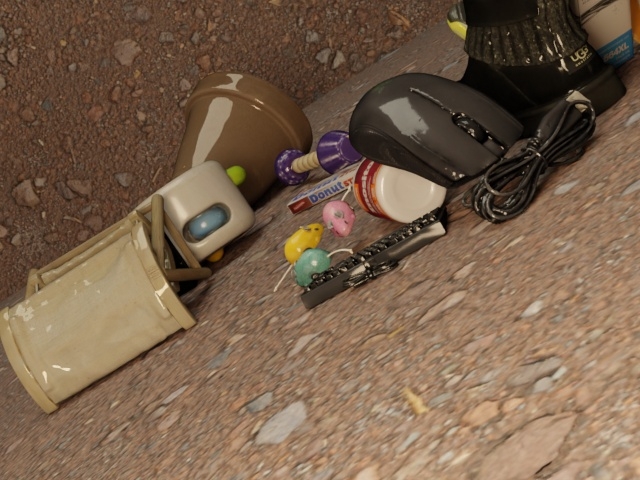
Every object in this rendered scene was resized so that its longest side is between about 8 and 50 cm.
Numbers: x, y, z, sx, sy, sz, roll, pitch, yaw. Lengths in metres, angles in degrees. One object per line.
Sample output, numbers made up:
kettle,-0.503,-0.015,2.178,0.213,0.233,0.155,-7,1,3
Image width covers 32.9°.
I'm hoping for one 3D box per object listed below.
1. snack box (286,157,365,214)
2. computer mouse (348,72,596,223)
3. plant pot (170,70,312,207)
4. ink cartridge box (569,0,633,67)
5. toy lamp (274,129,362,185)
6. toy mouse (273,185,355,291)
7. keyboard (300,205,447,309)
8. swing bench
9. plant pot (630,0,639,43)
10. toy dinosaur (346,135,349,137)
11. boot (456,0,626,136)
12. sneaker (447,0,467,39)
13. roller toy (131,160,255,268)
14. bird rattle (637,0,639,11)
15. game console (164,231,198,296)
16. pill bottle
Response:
snack box,0.028,-0.093,1.738,0.178,0.022,0.064,-25,16,35
computer mouse,0.138,-0.127,1.156,0.272,0.072,0.188,22,54,40
plant pot,-0.175,-0.160,2.118,0.263,0.263,0.229,-20,36,49
ink cartridge box,0.304,-0.318,1.339,0.086,0.203,0.148,-30,43,-13
toy lamp,0.001,-0.144,1.890,0.080,0.080,0.275,-37,12,-18
toy mouse,0.000,0.000,1.308,0.161,0.031,0.143,-56,21,-5
keyboard,0.058,0.019,1.191,0.180,0.023,0.108,-31,12,18
swing bench,-0.314,0.084,1.580,0.253,0.165,0.254,-31,12,8
plant pot,0.455,-0.360,1.305,0.188,0.205,0.205,-17,12,-1
toy dinosaur,0.130,-0.127,1.316,0.112,0.064,0.211,-33,-11,21
boot,0.204,-0.258,1.335,0.131,0.260,0.348,-39,13,-23
sneaker,0.247,-0.261,1.506,0.094,0.208,0.081,-38,43,40
roller toy,-0.213,-0.026,1.806,0.209,0.146,0.191,-34,1,27
bird rattle,0.390,-0.271,1.028,0.253,0.143,0.207,-29,-4,8
game console,-0.267,0.041,1.735,0.071,0.122,0.107,-36,11,-19
pill bottle,0.088,-0.066,1.300,0.086,0.086,0.152,-35,11,-9
